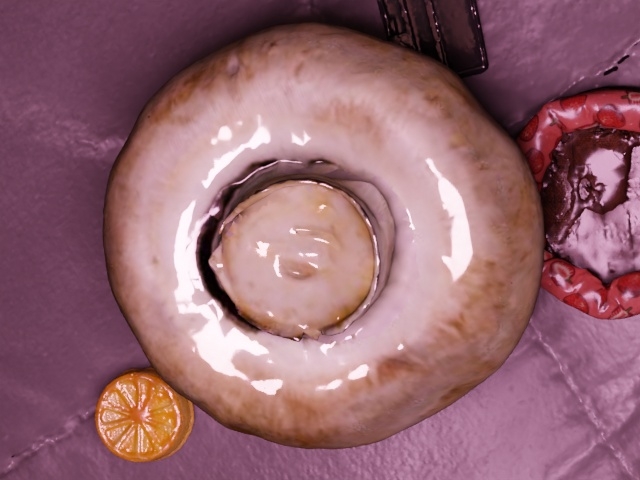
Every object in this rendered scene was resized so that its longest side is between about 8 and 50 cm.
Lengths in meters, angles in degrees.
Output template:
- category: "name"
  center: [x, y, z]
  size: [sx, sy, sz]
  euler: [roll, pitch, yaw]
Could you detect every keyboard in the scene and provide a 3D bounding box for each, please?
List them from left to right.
- category: "keyboard"
  center: [0.077, -0.253, 1.664]
  size: [0.087, 0.017, 0.250]
  euler: [-14, 90, 14]

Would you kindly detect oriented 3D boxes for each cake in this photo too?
- category: "cake"
  center: [-0.152, 0.151, 1.724]
  size: [0.084, 0.044, 0.084]
  euler: [1, 94, 11]

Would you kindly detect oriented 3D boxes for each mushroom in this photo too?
- category: "mushroom"
  center: [0.000, 0.000, 1.573]
  size: [0.352, 0.260, 0.352]
  euler: [2, 100, 13]

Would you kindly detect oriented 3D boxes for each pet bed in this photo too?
- category: "pet bed"
  center: [0.239, -0.032, 1.626]
  size: [0.201, 0.053, 0.201]
  euler: [1, 94, 17]
